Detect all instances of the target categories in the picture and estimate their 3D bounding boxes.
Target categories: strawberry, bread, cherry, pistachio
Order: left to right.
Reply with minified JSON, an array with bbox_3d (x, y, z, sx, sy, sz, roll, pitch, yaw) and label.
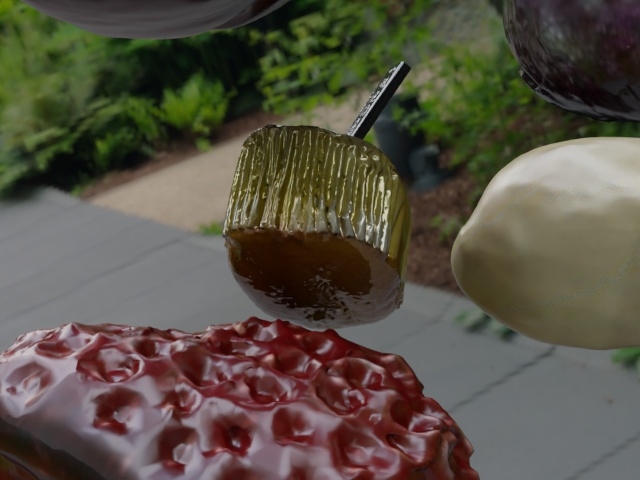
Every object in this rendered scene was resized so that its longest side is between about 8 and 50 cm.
[{"bbox_3d":[-0.088,0.170,0.934,0.295,0.345,0.317,-58,6,-17],"label":"strawberry"},{"bbox_3d":[0.000,0.000,0.996,0.132,0.114,0.190,2,-21,15],"label":"bread"},{"bbox_3d":[0.256,0.008,1.066,0.299,0.187,0.187,2,18,5],"label":"pistachio"},{"bbox_3d":[0.185,-0.146,0.684,0.195,0.195,0.195,-18,16,5],"label":"cherry"}]

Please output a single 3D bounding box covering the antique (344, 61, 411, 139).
[{"bbox_3d":[0.035,-0.108,1.352,0.192,0.015,0.031,-57,15,-17],"label":"antique"}]

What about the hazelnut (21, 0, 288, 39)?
[{"bbox_3d":[-0.087,-0.285,0.836,0.372,0.315,0.372,-4,17,1],"label":"hazelnut"}]
